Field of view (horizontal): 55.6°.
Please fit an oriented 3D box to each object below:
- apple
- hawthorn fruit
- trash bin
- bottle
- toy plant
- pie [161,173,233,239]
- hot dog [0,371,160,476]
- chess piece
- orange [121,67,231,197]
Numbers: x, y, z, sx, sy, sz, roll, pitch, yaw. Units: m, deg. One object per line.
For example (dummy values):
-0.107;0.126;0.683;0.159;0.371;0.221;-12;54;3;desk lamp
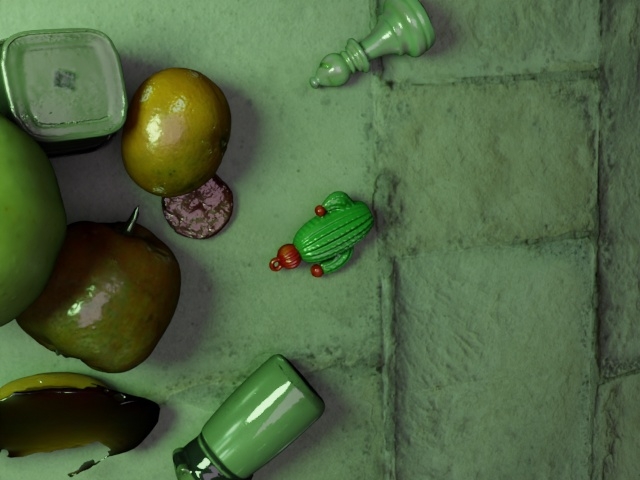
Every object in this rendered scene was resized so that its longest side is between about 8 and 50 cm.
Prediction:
-0.535;-0.032;0.850;0.358;0.357;0.357;-3;100;-20;apple
-0.382;0.077;1.101;0.268;0.268;0.300;30;85;-22;hawthorn fruit
-0.443;-0.250;1.022;0.219;0.250;0.219;-15;104;-27;trash bin
-0.161;0.411;1.287;0.347;0.168;0.168;-43;111;-6;bottle
0.012;0.003;1.325;0.240;0.088;0.155;-50;127;1;toy plant
-0.249;-0.077;1.237;0.155;0.036;0.154;-3;100;-20;pie
-0.499;0.339;1.179;0.326;0.107;0.194;23;100;-32;hot dog
0.094;-0.400;1.280;0.272;0.139;0.139;-32;109;-2;chess piece
-0.257;-0.194;1.112;0.171;0.240;0.240;20;91;2;orange
